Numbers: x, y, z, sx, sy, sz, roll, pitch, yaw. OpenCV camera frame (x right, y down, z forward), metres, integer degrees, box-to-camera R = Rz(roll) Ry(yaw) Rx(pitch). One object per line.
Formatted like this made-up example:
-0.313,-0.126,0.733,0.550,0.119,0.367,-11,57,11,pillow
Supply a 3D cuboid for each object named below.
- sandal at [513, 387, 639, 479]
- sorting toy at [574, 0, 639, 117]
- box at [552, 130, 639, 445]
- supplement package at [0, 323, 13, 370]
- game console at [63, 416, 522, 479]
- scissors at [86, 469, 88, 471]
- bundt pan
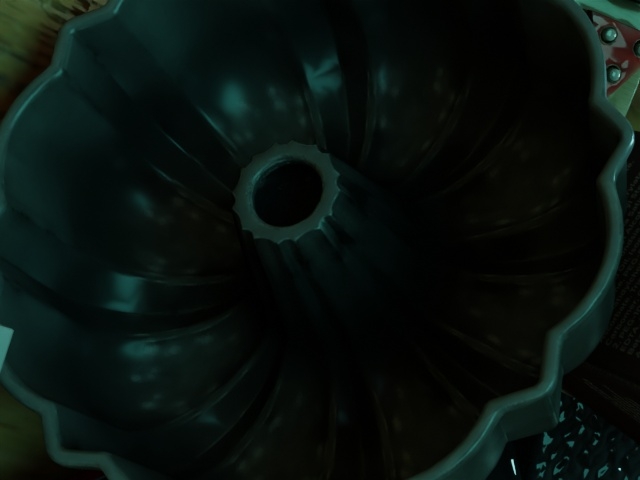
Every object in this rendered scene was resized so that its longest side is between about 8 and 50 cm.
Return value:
0.145,0.154,1.246,0.167,0.107,0.445,23,95,-38,sandal
0.163,-0.144,1.205,0.274,0.046,0.132,19,95,-24,sorting toy
0.244,0.063,0.988,0.191,0.381,0.143,36,84,-26,box
-0.278,0.100,0.878,0.194,0.149,0.203,21,84,-37,supplement package
-0.014,0.274,1.108,0.342,0.060,0.386,-20,109,-17,game console
-0.021,0.068,1.150,0.297,0.021,0.109,-47,118,-23,scissors
0.000,0.000,0.993,0.331,0.331,0.124,-61,154,-13,bundt pan
